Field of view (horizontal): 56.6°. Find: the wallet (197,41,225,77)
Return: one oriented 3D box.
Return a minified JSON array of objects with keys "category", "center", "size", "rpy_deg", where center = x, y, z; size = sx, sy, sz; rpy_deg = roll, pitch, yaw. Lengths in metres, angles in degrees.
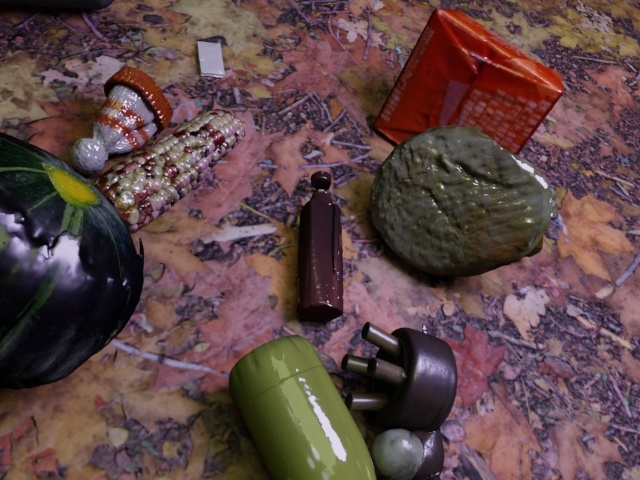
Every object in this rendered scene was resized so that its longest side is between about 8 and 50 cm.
[{"category":"wallet","center":[-0.192,-0.318,1.040],"size":[0.044,0.011,0.083],"rpy_deg":[-1,58,-18]}]

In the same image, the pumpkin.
[{"category":"pumpkin","center":[-0.348,0.031,0.618],"size":[0.295,0.296,0.296],"rpy_deg":[8,55,-12]}]

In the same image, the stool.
[{"category":"stool","center":[0.093,0.194,0.713],"size":[0.121,0.125,0.217],"rpy_deg":[17,62,-18]}]

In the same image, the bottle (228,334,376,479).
[{"category":"bottle","center":[-0.004,0.239,0.663],"size":[0.112,0.112,0.260],"rpy_deg":[-19,65,-27]}]

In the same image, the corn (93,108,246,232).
[{"category":"corn","center":[-0.209,-0.110,0.846],"size":[0.092,0.092,0.280],"rpy_deg":[36,53,8]}]

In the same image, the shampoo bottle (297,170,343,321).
[{"category":"shampoo bottle","center":[0.002,0.001,0.855],"size":[0.067,0.068,0.237],"rpy_deg":[9,57,-12]}]

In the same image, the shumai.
[{"category":"shumai","center":[0.223,-0.055,0.926],"size":[0.271,0.222,0.203],"rpy_deg":[28,14,15]}]

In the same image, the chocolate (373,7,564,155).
[{"category":"chocolate","center":[0.243,-0.229,0.983],"size":[0.234,0.237,0.108],"rpy_deg":[36,44,9]}]

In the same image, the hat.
[{"category":"hat","center":[-0.296,-0.162,0.862],"size":[0.093,0.112,0.163],"rpy_deg":[11,61,24]}]

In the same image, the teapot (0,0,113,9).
[{"category":"teapot","center":[-0.508,-0.473,0.922],"size":[0.343,0.254,0.300],"rpy_deg":[-21,32,-23]}]
